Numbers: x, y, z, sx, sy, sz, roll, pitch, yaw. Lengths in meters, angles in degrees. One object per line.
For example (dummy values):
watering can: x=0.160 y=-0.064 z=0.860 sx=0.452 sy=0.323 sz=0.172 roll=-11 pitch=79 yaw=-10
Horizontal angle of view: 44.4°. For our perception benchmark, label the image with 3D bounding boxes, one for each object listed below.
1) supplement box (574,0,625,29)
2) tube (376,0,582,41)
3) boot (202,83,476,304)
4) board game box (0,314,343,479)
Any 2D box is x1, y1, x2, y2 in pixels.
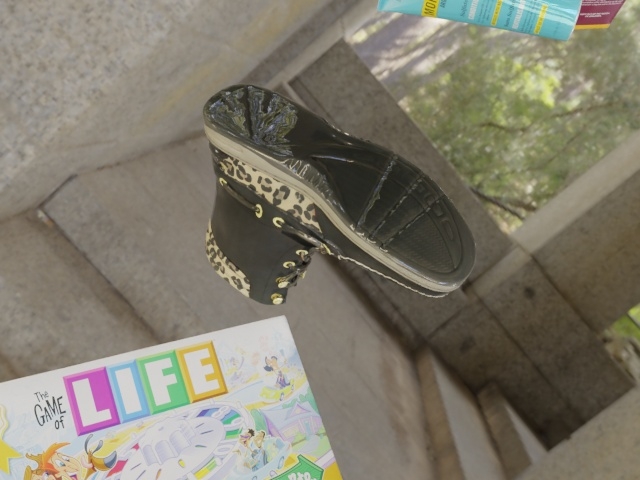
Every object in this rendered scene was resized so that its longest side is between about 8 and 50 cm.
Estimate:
supplement box: x=0.403 y=-0.404 z=1.122 sx=0.188 sy=0.080 sz=0.104 roll=107 pitch=-24 yaw=-63
tube: x=0.165 y=-0.258 z=0.825 sx=0.206 sy=0.080 sz=0.052 roll=13 pitch=43 yaw=6
boot: x=0.000 y=-0.002 z=0.634 sx=0.236 sy=0.085 sz=0.179 roll=34 pitch=-37 yaw=14
board game box: x=-0.069 y=0.098 z=0.328 sx=0.154 sy=0.026 sz=0.104 roll=-11 pitch=71 yaw=-30
